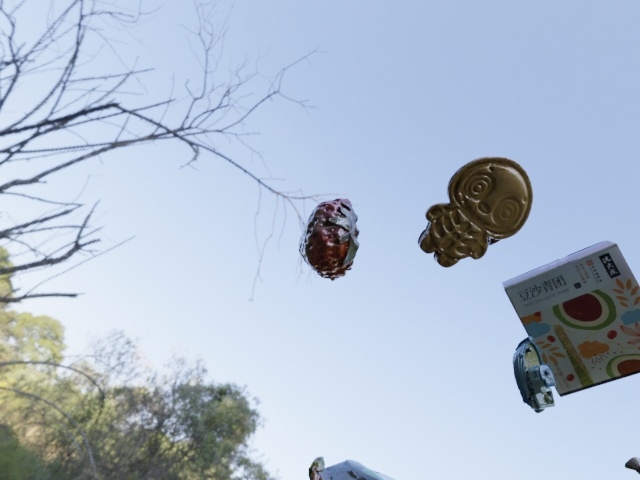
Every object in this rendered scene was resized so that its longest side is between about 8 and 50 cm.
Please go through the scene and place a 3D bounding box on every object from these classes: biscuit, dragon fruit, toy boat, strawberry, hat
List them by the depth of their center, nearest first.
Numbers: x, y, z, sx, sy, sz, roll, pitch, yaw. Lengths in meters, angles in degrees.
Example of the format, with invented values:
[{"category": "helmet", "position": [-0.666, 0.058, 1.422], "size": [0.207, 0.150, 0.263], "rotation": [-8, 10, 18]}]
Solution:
[{"category": "dragon fruit", "position": [0.094, 0.502, 0.786], "size": [0.269, 0.130, 0.295], "rotation": [23, -14, -2]}, {"category": "biscuit", "position": [0.354, -0.062, 1.010], "size": [0.289, 0.044, 0.202], "rotation": [-44, -83, 11]}, {"category": "toy boat", "position": [0.635, 0.389, 1.273], "size": [0.088, 0.215, 0.102], "rotation": [1, -22, -23]}, {"category": "strawberry", "position": [0.000, 0.000, 1.421], "size": [0.149, 0.264, 0.336], "rotation": [7, -18, -20]}, {"category": "hat", "position": [1.128, 0.807, 1.546], "size": [0.087, 0.042, 0.058], "rotation": [22, -71, -7]}]

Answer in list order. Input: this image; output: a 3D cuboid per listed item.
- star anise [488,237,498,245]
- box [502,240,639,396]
[{"category": "star anise", "position": [0.499, -0.021, 1.467], "size": [0.190, 0.220, 0.125], "rotation": [-28, -95, 52]}, {"category": "box", "position": [0.829, 0.247, 1.380], "size": [0.345, 0.122, 0.385], "rotation": [-27, -95, 19]}]
